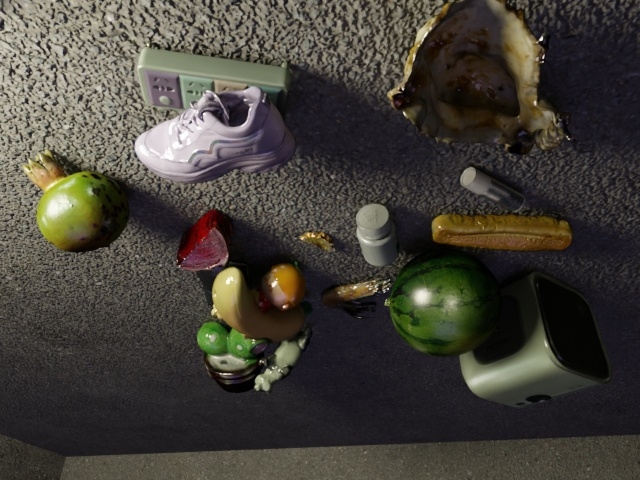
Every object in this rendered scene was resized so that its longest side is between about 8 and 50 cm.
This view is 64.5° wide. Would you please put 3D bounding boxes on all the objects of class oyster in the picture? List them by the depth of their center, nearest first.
[{"bbox_3d":[0.252,-0.209,0.711,0.337,0.133,0.198,22,138,-30],"label":"oyster"}]

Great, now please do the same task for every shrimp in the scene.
[{"bbox_3d":[0.110,0.153,1.304,0.219,0.046,0.152,-21,139,35],"label":"shrimp"}]

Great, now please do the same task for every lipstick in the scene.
[{"bbox_3d":[0.326,-0.093,0.952,0.141,0.040,0.040,22,140,-26],"label":"lipstick"}]

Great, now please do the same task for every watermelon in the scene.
[{"bbox_3d":[0.271,0.136,1.115,0.242,0.242,0.242,1,145,1],"label":"watermelon"}]

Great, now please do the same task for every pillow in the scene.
[{"bbox_3d":[-0.233,0.108,1.250,0.141,0.055,0.208,5,144,6],"label":"pillow"}]

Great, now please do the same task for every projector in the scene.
[{"bbox_3d":[0.519,0.253,1.260,0.249,0.248,0.249,22,140,-26],"label":"projector"}]

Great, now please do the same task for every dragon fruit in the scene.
[{"bbox_3d":[-0.229,0.007,1.070,0.096,0.102,0.147,27,133,-35],"label":"dragon fruit"}]

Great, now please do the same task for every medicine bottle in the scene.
[{"bbox_3d":[0.117,-0.011,1.041,0.080,0.080,0.130,-7,144,11],"label":"medicine bottle"}]

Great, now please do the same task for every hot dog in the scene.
[{"bbox_3d":[0.368,-0.020,1.037,0.286,0.061,0.088,5,142,-4],"label":"hot dog"}]

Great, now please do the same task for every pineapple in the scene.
[{"bbox_3d":[0.000,0.000,1.114,0.083,0.019,0.045,24,142,-25],"label":"pineapple"}]

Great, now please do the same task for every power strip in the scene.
[{"bbox_3d":[-0.159,-0.220,0.781,0.216,0.061,0.145,7,151,-7],"label":"power strip"}]

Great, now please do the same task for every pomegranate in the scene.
[{"bbox_3d":[-0.450,-0.070,0.932,0.159,0.159,0.205,-24,113,32],"label":"pomegranate"}]

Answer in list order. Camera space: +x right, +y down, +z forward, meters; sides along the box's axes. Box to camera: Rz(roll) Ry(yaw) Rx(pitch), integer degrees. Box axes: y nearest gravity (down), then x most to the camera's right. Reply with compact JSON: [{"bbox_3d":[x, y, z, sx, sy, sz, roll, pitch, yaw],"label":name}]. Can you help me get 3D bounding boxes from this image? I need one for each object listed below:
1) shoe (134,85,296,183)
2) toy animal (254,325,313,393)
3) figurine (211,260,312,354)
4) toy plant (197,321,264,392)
[{"bbox_3d":[-0.165,-0.159,0.740,0.245,0.095,0.137,-4,152,6],"label":"shoe"},{"bbox_3d":[-0.112,0.341,1.453,0.094,0.225,0.121,27,145,9],"label":"toy animal"},{"bbox_3d":[-0.127,0.142,1.191,0.222,0.124,0.324,-32,144,1],"label":"figurine"},{"bbox_3d":[-0.245,0.322,1.469,0.218,0.175,0.235,1,120,11],"label":"toy plant"}]
